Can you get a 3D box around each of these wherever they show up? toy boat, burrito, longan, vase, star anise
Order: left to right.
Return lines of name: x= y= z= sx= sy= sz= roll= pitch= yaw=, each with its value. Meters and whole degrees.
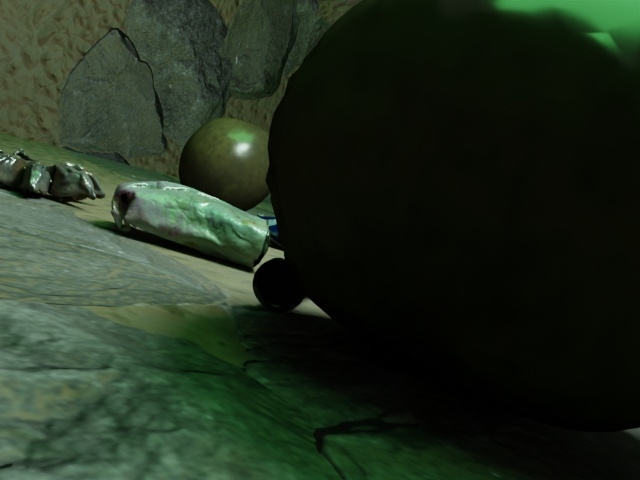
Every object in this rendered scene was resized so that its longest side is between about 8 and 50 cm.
star anise: x=-0.451 y=-0.105 z=0.918 sx=0.208 sy=0.063 sz=0.172 roll=17 pitch=6 yaw=0
burrito: x=-0.187 y=-0.030 z=0.846 sx=0.229 sy=0.089 sz=0.144 roll=18 pitch=1 yaw=-9
longan: x=-0.263 y=-0.203 z=1.644 sx=0.289 sy=0.288 sz=0.350 roll=16 pitch=-7 yaw=-17
toy boat: x=-0.065 y=-0.016 z=1.315 sx=0.221 sy=0.066 sz=0.291 roll=15 pitch=2 yaw=-14
vase: x=-0.032 y=0.043 z=0.677 sx=0.059 sy=0.059 sz=0.167 roll=17 pitch=4 yaw=7
longan: x=0.175 y=-0.050 z=0.526 sx=0.436 sy=0.403 sz=0.404 roll=18 pitch=4 yaw=27
